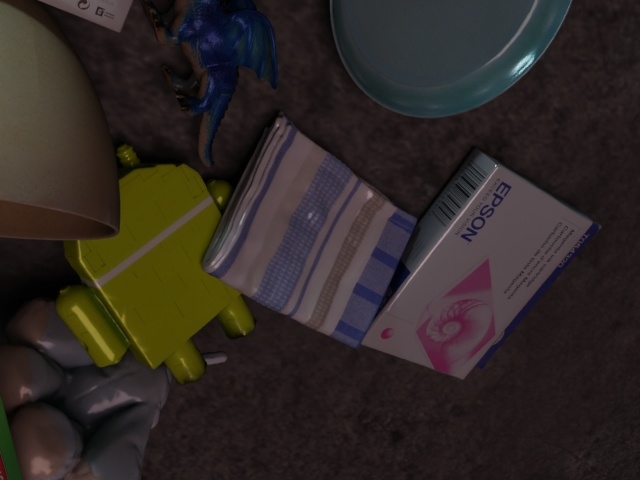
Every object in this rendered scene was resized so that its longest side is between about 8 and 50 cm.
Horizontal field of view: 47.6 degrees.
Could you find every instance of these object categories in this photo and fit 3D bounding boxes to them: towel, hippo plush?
[{"bbox_3d":[0.000,0.000,0.908,0.285,0.034,0.209,33,78,-39],"label":"towel"},{"bbox_3d":[-0.316,0.203,0.875,0.234,0.294,0.236,46,124,-12],"label":"hippo plush"}]

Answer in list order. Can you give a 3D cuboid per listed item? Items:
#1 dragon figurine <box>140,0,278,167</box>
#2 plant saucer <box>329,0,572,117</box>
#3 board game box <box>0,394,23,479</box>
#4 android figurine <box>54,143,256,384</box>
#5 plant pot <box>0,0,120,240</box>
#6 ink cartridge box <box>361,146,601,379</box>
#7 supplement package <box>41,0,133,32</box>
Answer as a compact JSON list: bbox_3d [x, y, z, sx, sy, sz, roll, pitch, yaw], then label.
[{"bbox_3d":[-0.092,-0.198,0.747,0.144,0.085,0.289,-20,127,-11],"label":"dragon figurine"},{"bbox_3d":[0.151,-0.293,0.822,0.318,0.043,0.317,-12,126,-17],"label":"plant saucer"},{"bbox_3d":[-0.411,0.157,0.717,0.046,0.317,0.213,-36,140,-43],"label":"board game box"},{"bbox_3d":[-0.179,0.025,0.821,0.248,0.056,0.273,-43,120,-27],"label":"android figurine"},{"bbox_3d":[-0.309,-0.113,0.619,0.284,0.284,0.191,8,81,-29],"label":"plant pot"},{"bbox_3d":[0.254,0.062,1.104,0.330,0.071,0.324,23,110,-34],"label":"ink cartridge box"},{"bbox_3d":[-0.188,-0.321,0.581,0.134,0.139,0.244,15,114,-33],"label":"supplement package"}]
